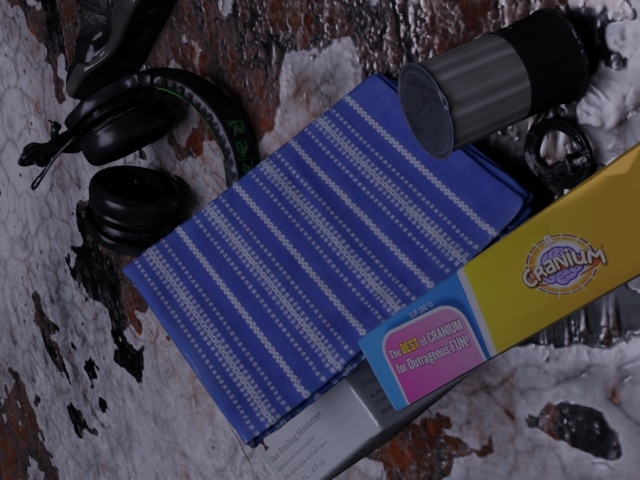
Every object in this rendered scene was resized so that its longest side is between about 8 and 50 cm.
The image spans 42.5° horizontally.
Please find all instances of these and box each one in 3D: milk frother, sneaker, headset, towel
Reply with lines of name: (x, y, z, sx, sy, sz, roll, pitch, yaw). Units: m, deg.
milk frother: (0.153, -0.097, 0.694, 0.143, 0.134, 0.129, 62, 166, 12)
sneaker: (-0.289, -0.294, 1.094, 0.130, 0.087, 0.227, 56, 131, 17)
headset: (-0.244, -0.110, 1.107, 0.394, 0.185, 0.244, 5, 112, 27)
towel: (0.000, 0.000, 0.770, 0.243, 0.336, 0.040, 48, 173, 31)

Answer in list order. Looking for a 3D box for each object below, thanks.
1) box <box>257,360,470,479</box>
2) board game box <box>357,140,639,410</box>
box: (0.039, 0.152, 0.857, 0.119, 0.182, 0.181, 53, 134, 17)
board game box: (0.207, 0.002, 0.601, 0.316, 0.242, 0.064, -42, 73, 43)
